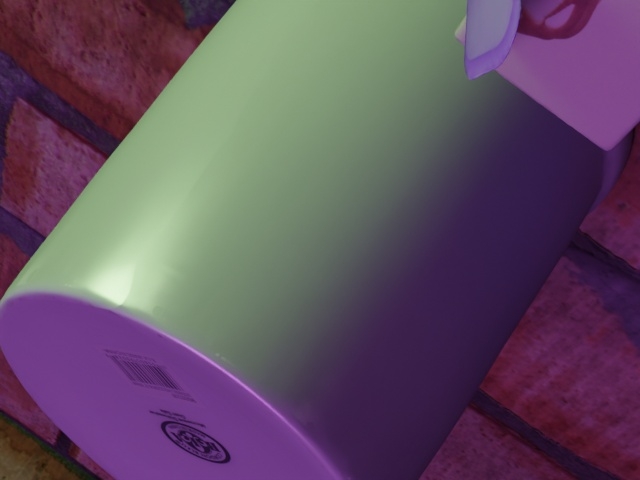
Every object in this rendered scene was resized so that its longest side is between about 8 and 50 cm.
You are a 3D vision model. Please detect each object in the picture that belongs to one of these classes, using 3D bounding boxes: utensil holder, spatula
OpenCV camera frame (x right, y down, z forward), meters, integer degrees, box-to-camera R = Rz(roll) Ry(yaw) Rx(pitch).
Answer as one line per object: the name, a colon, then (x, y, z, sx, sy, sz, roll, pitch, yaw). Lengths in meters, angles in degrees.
utensil holder: (0.000, 0.000, 1.128, 0.327, 0.385, 0.328, 26, 151, 16)
spatula: (0.077, -0.243, 0.882, 0.084, 0.030, 0.297, 168, 90, -74)

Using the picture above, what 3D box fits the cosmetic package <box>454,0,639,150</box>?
cosmetic package: (0.206, -0.198, 0.861, 0.129, 0.153, 0.296, 36, 150, 2)
